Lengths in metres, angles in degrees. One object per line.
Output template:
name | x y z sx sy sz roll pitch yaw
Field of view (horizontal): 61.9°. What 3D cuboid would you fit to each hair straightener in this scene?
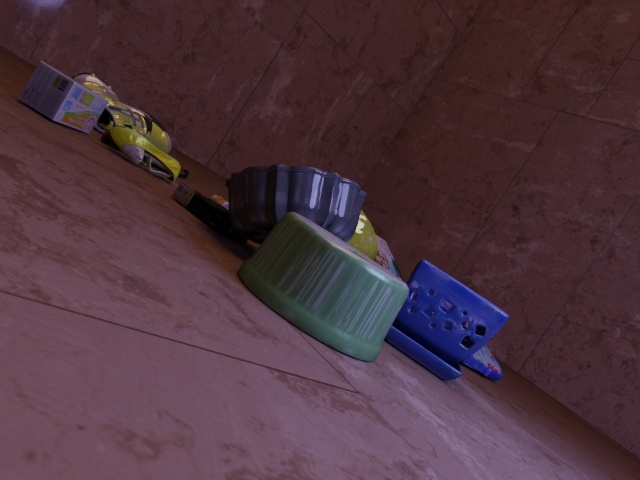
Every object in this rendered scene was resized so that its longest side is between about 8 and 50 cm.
hair straightener | -0.540 -0.253 1.587 0.089 0.047 0.230 30 -3 27

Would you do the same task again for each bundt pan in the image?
bundt pan | -0.063 -0.056 1.233 0.331 0.124 0.331 6 -14 1

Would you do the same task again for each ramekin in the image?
ramekin | 0.015 0.075 0.990 0.303 0.148 0.303 33 3 -2

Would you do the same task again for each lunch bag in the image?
lunch bag | 0.507 0.364 1.860 0.221 0.138 0.293 34 11 -35

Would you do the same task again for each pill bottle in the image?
pill bottle | -0.307 -0.110 1.637 0.043 0.043 0.083 30 4 -46

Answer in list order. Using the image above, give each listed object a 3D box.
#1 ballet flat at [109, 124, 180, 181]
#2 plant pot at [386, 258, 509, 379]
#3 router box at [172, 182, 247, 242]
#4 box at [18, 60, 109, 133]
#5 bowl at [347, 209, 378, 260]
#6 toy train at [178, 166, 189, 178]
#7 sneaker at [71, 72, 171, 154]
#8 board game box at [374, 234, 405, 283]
ballet flat | -0.492 -0.237 1.507 0.077 0.077 0.231 -18 -34 32
plant pot | 0.290 0.196 1.303 0.236 0.212 0.236 33 3 12
router box | -0.269 -0.069 1.343 0.179 0.046 0.133 35 3 30
box | -0.662 -0.366 1.392 0.103 0.114 0.203 32 3 0
bowl | 0.000 0.000 1.492 0.289 0.156 0.289 35 -31 24
toy train | -0.495 -0.242 1.876 0.027 0.036 0.158 33 3 2
sneaker | -0.668 -0.381 1.777 0.385 0.145 0.147 34 33 -41
board game box | 0.185 0.095 1.804 0.319 0.066 0.317 29 33 -53
